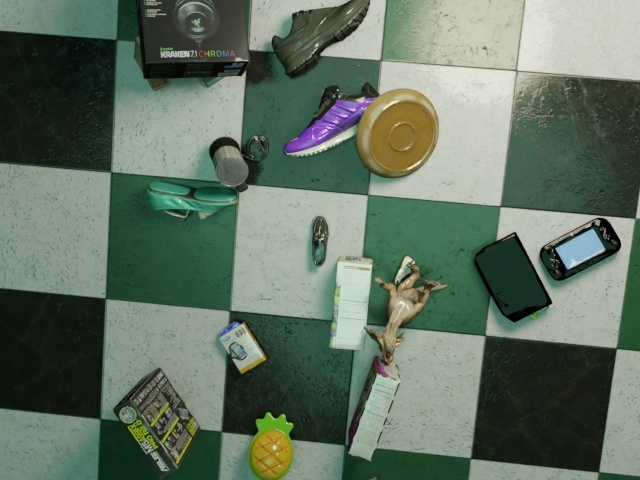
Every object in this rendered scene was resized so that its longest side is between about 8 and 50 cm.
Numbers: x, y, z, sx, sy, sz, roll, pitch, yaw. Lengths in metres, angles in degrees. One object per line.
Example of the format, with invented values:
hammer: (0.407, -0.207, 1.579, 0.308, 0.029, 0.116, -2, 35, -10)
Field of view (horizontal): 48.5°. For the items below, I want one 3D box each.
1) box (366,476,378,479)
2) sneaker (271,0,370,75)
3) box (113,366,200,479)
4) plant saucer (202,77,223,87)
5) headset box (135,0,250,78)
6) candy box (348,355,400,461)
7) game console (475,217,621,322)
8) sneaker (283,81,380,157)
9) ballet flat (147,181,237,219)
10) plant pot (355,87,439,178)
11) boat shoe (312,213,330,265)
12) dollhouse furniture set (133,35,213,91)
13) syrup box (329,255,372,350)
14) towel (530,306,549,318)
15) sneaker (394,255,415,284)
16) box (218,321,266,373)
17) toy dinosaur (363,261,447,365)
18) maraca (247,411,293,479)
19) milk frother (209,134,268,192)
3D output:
box: (0.092, 0.797, 2.003, 0.230, 0.056, 0.183, -24, 96, 6)
sneaker: (-0.002, -0.549, 1.812, 0.286, 0.109, 0.130, -36, 88, 6)
box: (-0.427, 0.476, 1.888, 0.060, 0.270, 0.216, -32, 95, 6)
plant saucer: (-0.321, -0.505, 1.879, 0.067, 0.018, 0.192, -29, 94, 6)
headset box: (-0.308, -0.541, 1.687, 0.246, 0.131, 0.283, -5, 87, -17)
candy box: (0.141, 0.445, 1.902, 0.071, 0.159, 0.234, 19, 98, 0)
game console: (0.603, 0.048, 1.872, 0.361, 0.044, 0.213, -28, 91, 5)
sneaker: (0.024, -0.319, 1.843, 0.293, 0.102, 0.146, -24, 95, -1)
ballet flat: (-0.343, -0.102, 1.912, 0.247, 0.083, 0.087, 7, 122, 3)
plant pot: (0.204, -0.267, 1.814, 0.236, 0.032, 0.237, -8, 115, -19)
boat shoe: (0.000, 0.000, 1.912, 0.049, 0.040, 0.142, 1, 98, 4)
dollhouse furniture set: (-0.346, -0.503, 1.826, 0.242, 0.161, 0.212, -31, 95, -16)
syrup box: (0.083, 0.166, 1.902, 0.096, 0.093, 0.237, 5, 98, 4)
towel: (0.570, 0.164, 1.912, 0.060, 0.009, 0.083, -38, 93, 7)
sneaker: (0.227, 0.085, 1.913, 0.036, 0.032, 0.083, 25, 99, 1)
box: (-0.220, 0.292, 1.973, 0.081, 0.028, 0.136, -31, 92, 7)
toy dinosaur: (0.213, 0.184, 1.852, 0.127, 0.295, 0.201, 27, 120, 27)
maraca: (-0.135, 0.574, 1.972, 0.127, 0.099, 0.186, 9, 73, -8)
milk frother: (-0.204, -0.214, 1.850, 0.143, 0.135, 0.129, -43, 124, 11)
